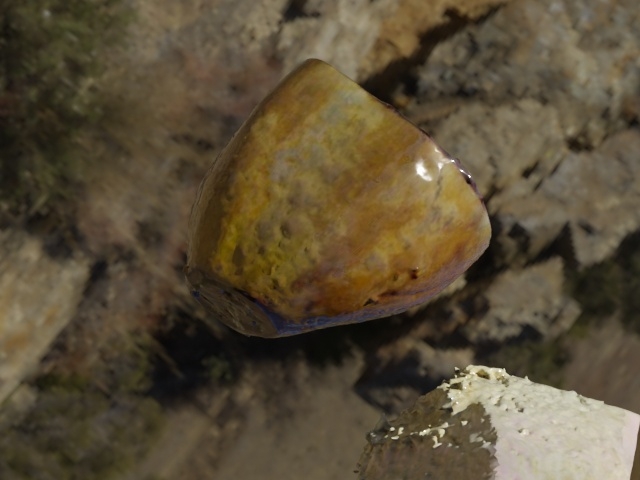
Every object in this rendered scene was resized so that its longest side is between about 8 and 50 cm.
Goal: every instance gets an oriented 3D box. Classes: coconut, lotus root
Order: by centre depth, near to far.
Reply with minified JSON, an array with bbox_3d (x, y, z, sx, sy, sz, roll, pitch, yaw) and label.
[{"bbox_3d":[0.136,0.258,0.980,0.309,0.297,0.297,-91,-157,-59],"label":"coconut"},{"bbox_3d":[0.000,0.000,1.073,0.180,0.199,0.188,-48,164,-21],"label":"lotus root"}]

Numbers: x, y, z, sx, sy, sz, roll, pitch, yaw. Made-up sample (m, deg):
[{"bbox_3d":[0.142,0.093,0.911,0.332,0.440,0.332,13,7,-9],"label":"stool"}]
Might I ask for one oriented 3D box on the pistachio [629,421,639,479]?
[{"bbox_3d":[0.226,0.156,0.739,0.144,0.215,0.144,-5,153,-2],"label":"pistachio"}]
